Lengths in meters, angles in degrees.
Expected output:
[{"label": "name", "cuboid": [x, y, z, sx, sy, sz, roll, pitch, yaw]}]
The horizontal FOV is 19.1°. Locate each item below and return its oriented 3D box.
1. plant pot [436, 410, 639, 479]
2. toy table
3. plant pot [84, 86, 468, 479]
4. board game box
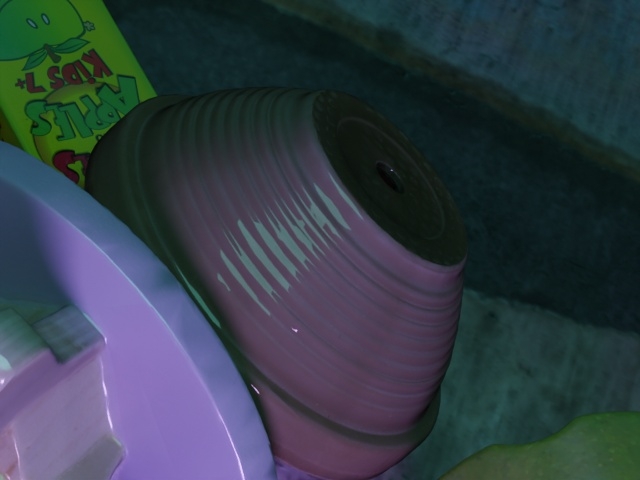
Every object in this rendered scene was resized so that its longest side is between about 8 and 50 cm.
[{"label": "plant pot", "cuboid": [0.151, 0.232, 0.910, 0.276, 0.276, 0.254, 3, 47, -21]}, {"label": "toy table", "cuboid": [-0.164, 0.086, 0.881, 0.274, 0.252, 0.161, 36, 36, 11]}, {"label": "plant pot", "cuboid": [0.000, 0.000, 1.000, 0.237, 0.110, 0.237, 38, 28, -25]}, {"label": "board game box", "cuboid": [-0.146, -0.076, 1.091, 0.092, 0.043, 0.181, -20, 69, -31]}]
